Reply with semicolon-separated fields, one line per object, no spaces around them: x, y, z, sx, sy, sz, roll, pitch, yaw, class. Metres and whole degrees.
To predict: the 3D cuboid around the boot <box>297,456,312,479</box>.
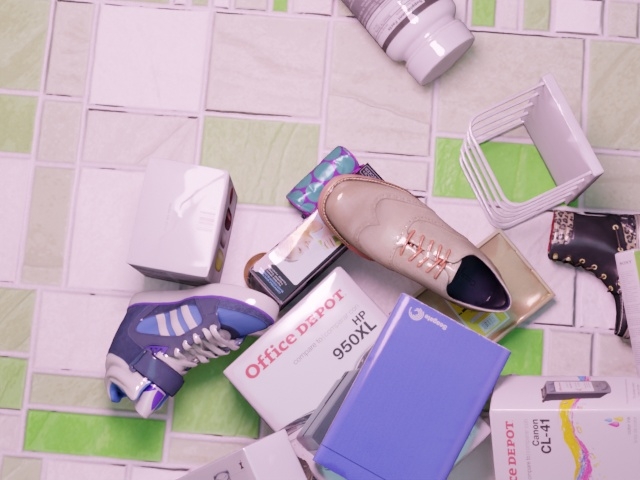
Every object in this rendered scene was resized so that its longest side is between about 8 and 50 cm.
-0.040;0.469;1.767;0.076;0.189;0.209;-26;104;-25;boot

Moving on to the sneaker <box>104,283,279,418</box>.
-0.235;0.208;1.808;0.322;0.130;0.236;-3;58;28;sneaker

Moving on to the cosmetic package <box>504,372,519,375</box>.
0.434;0.320;1.864;0.239;0.099;0.060;28;79;4;cosmetic package

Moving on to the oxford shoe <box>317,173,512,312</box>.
0.176;0.006;1.769;0.397;0.146;0.141;27;93;-25;oxford shoe

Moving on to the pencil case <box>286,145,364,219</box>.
0.008;-0.110;1.953;0.070;0.064;0.152;41;83;23;pencil case

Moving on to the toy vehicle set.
0.283;0.120;1.928;0.266;0.035;0.166;-37;82;-6;toy vehicle set

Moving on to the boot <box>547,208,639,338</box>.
0.509;0.057;1.919;0.178;0.085;0.237;7;81;6;boot

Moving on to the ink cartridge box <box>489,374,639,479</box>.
0.448;0.353;1.739;0.306;0.131;0.226;-3;108;14;ink cartridge box

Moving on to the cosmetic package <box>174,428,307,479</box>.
-0.126;0.499;1.705;0.097;0.377;0.285;-15;77;-39;cosmetic package

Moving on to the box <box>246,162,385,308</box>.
0.000;0.000;1.874;0.290;0.169;0.087;-42;86;-12;box

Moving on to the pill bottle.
0.154;-0.446;1.960;0.161;0.161;0.283;-38;83;-6;pill bottle

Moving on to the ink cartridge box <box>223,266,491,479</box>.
0.060;0.287;1.834;0.285;0.166;0.395;-42;82;-7;ink cartridge box

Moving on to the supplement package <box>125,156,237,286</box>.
-0.246;-0.025;1.869;0.149;0.203;0.194;11;81;1;supplement package

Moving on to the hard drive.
0.154;0.277;1.731;0.210;0.040;0.319;28;81;4;hard drive

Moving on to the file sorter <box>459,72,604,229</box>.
0.362;-0.144;1.855;0.173;0.278;0.193;-25;81;0;file sorter

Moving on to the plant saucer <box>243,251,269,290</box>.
-0.104;0.064;1.948;0.083;0.015;0.084;0;81;0;plant saucer

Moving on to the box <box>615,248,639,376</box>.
0.662;0.163;1.857;0.232;0.058;0.322;-6;85;-26;box
